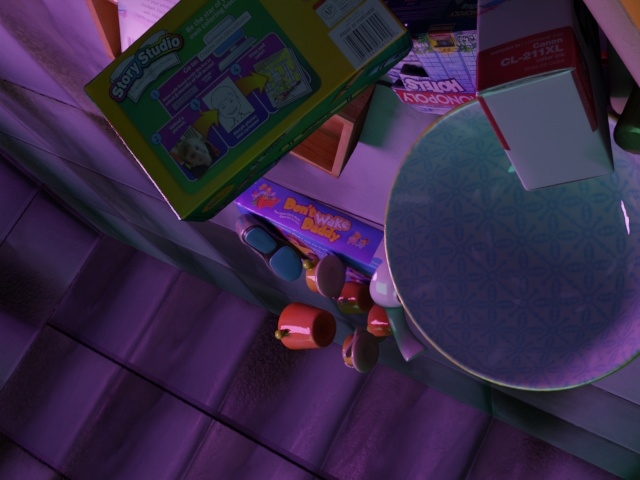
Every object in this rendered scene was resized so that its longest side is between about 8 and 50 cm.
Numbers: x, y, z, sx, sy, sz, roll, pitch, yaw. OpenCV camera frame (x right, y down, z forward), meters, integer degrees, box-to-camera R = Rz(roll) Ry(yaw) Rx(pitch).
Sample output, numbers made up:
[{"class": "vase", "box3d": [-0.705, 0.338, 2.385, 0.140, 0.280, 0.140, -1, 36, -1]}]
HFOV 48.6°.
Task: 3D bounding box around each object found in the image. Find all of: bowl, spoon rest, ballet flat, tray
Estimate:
[{"class": "bowl", "box3d": [0.228, -0.008, 0.731, 0.289, 0.290, 0.156, 20, -161, 30]}, {"class": "spoon rest", "box3d": [0.167, 0.125, 1.451, 0.084, 0.137, 0.276, 46, 155, 47]}, {"class": "ballet flat", "box3d": [-0.108, 0.011, 1.532, 0.213, 0.072, 0.068, 47, -176, -45]}, {"class": "tray", "box3d": [-0.129, -0.246, 1.015, 0.410, 0.076, 0.203, 27, 164, 3]}]

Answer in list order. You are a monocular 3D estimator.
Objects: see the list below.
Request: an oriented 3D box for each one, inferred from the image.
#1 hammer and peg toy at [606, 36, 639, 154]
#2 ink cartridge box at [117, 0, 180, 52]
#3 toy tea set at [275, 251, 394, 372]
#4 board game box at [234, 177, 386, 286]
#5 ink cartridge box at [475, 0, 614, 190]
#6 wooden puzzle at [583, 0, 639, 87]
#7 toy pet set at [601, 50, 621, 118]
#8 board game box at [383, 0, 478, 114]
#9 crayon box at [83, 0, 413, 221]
[{"class": "hammer and peg toy", "box3d": [0.284, -0.178, 0.406, 0.265, 0.127, 0.361, 19, 158, 34]}, {"class": "ink cartridge box", "box3d": [-0.148, -0.261, 0.820, 0.154, 0.093, 0.212, 24, 139, 13]}, {"class": "toy tea set", "box3d": [0.038, 0.167, 1.504, 0.124, 0.200, 0.336, 0, 154, 44]}, {"class": "board game box", "box3d": [0.000, 0.000, 1.547, 0.347, 0.078, 0.233, 25, 164, 14]}, {"class": "ink cartridge box", "box3d": [0.179, -0.150, 0.568, 0.072, 0.175, 0.127, -11, 144, 30]}, {"class": "wooden puzzle", "box3d": [0.218, -0.140, 0.331, 0.221, 0.044, 0.238, 41, 160, -28]}, {"class": "toy pet set", "box3d": [0.309, -0.109, 0.689, 0.114, 0.065, 0.122, 23, 164, 22]}, {"class": "board game box", "box3d": [0.148, -0.176, 0.769, 0.194, 0.060, 0.194, 13, 157, 45]}, {"class": "crayon box", "box3d": [-0.070, -0.167, 0.690, 0.165, 0.278, 0.081, 52, -171, 6]}]
